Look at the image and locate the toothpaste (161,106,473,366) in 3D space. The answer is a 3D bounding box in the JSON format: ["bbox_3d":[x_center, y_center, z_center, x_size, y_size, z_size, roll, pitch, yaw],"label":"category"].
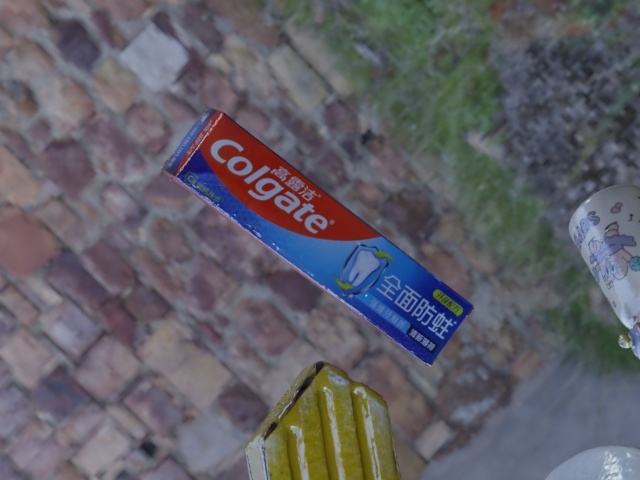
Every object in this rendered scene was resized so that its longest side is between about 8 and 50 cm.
[{"bbox_3d":[0.001,-0.001,1.280,0.320,0.076,0.066,37,177,-23],"label":"toothpaste"}]

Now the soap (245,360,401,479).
[{"bbox_3d":[0.006,0.265,1.519,0.080,0.160,0.257,145,117,-64],"label":"soap"}]

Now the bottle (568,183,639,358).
[{"bbox_3d":[0.348,0.045,1.472,0.097,0.110,0.209,85,166,-52],"label":"bottle"}]

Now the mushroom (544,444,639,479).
[{"bbox_3d":[0.463,0.367,1.638,0.397,0.126,0.177,33,170,-27],"label":"mushroom"}]
